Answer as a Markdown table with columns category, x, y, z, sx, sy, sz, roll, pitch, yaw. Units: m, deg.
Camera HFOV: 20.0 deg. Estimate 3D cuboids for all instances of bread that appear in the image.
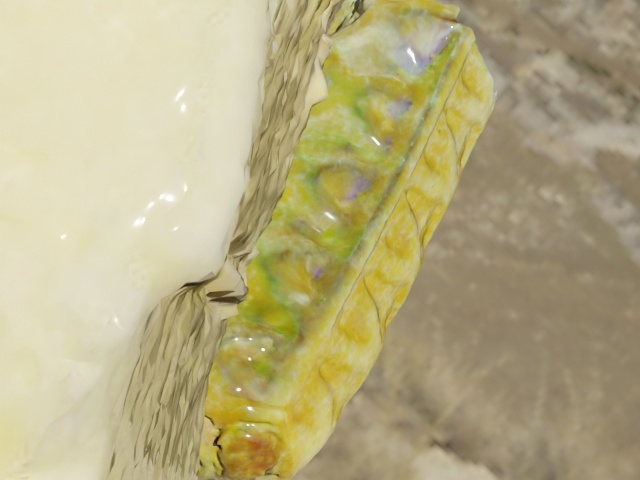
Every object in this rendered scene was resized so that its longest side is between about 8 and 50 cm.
| category | x | y | z | sx | sy | sz | roll | pitch | yaw |
| --- | --- | --- | --- | --- | --- | --- | --- | --- | --- |
| bread | -0.201 | -0.024 | 0.571 | 0.390 | 0.279 | 0.371 | 12 | -6 | 3 |
| bread | -0.001 | -0.001 | 0.884 | 0.087 | 0.269 | 0.098 | 9 | -32 | 34 |
